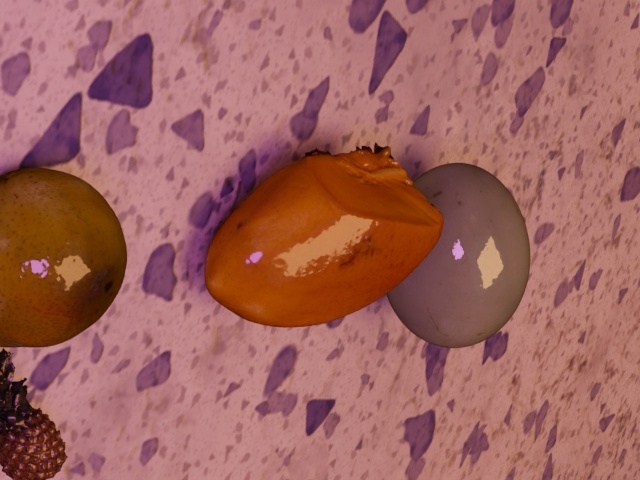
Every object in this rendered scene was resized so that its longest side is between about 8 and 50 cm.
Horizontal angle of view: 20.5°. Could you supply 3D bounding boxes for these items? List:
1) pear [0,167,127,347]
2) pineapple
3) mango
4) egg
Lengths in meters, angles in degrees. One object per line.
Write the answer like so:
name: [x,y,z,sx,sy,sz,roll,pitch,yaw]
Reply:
pear: [-0.198,0.020,1.288,0.141,0.104,0.141,-31,132,-41]
pineapple: [-0.232,0.131,1.353,0.058,0.058,0.124,-46,144,-32]
mango: [0.000,0.000,1.567,0.252,0.126,0.154,-22,148,-40]
egg: [0.135,0.015,1.768,0.149,0.149,0.192,-27,129,-48]
